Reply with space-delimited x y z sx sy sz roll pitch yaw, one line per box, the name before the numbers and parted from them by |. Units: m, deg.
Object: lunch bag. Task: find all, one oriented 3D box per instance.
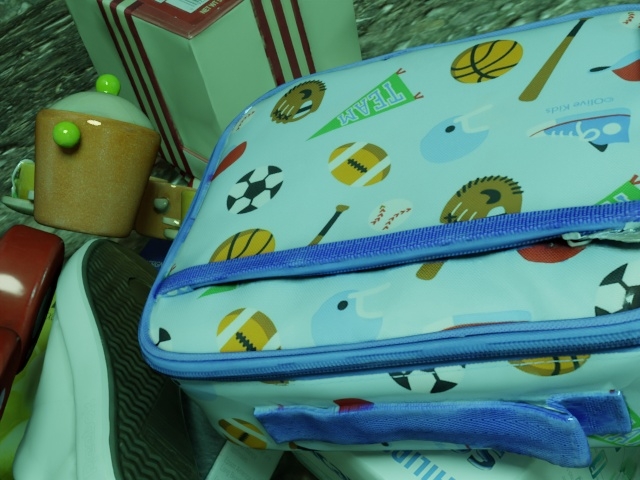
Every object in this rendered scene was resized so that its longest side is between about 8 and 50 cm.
lunch bag | 0.065 -0.002 0.425 0.303 0.115 0.243 -9 41 28

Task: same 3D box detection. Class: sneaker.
sneaker | -0.156 0.105 0.543 0.123 0.106 0.290 -44 29 15

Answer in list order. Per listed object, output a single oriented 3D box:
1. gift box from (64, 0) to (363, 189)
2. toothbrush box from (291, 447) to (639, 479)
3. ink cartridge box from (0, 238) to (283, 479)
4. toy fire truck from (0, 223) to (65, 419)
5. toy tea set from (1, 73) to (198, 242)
gift box | -0.098 -0.195 0.909 0.255 0.258 0.276 -40 55 -21
toothbrush box | 0.126 0.055 0.514 0.295 0.126 0.216 -41 36 -19
ink cartridge box | -0.142 0.105 0.665 0.303 0.072 0.307 3 54 40
toy fire truck | -0.287 0.115 0.512 0.169 0.254 0.302 17 22 -12
toy tea set | -0.177 -0.069 0.747 0.336 0.200 0.124 11 91 59
